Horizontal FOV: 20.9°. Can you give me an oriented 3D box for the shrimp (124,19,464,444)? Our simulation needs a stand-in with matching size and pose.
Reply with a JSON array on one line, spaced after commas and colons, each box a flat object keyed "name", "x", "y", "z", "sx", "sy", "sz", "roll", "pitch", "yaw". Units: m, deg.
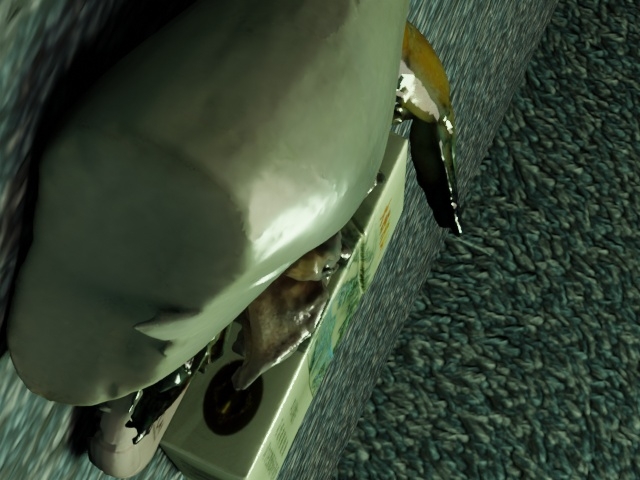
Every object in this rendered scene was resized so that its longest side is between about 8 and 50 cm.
[{"name": "shrimp", "x": 0.000, "y": 0.000, "z": 0.904, "sx": 0.198, "sy": 0.051, "sz": 0.262, "roll": 26, "pitch": 82, "yaw": -42}]

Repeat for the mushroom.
[{"name": "mushroom", "x": -0.020, "y": -0.081, "z": 0.757, "sx": 0.159, "sy": 0.122, "sz": 0.329, "roll": -22, "pitch": -153, "yaw": 44}]

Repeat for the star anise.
[{"name": "star anise", "x": -0.012, "y": 0.004, "z": 1.039, "sx": 0.208, "sy": 0.063, "sz": 0.172, "roll": -126, "pitch": -126, "yaw": -81}]

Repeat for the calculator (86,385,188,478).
[{"name": "calculator", "x": -0.080, "y": 0.047, "z": 0.938, "sx": 0.100, "sy": 0.032, "sz": 0.175, "roll": 99, "pitch": 16, "yaw": -63}]

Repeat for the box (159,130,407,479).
[{"name": "box", "x": -0.021, "y": 0.052, "z": 1.212, "sx": 0.164, "sy": 0.069, "sz": 0.256, "roll": 85, "pitch": 30, "yaw": -74}]
